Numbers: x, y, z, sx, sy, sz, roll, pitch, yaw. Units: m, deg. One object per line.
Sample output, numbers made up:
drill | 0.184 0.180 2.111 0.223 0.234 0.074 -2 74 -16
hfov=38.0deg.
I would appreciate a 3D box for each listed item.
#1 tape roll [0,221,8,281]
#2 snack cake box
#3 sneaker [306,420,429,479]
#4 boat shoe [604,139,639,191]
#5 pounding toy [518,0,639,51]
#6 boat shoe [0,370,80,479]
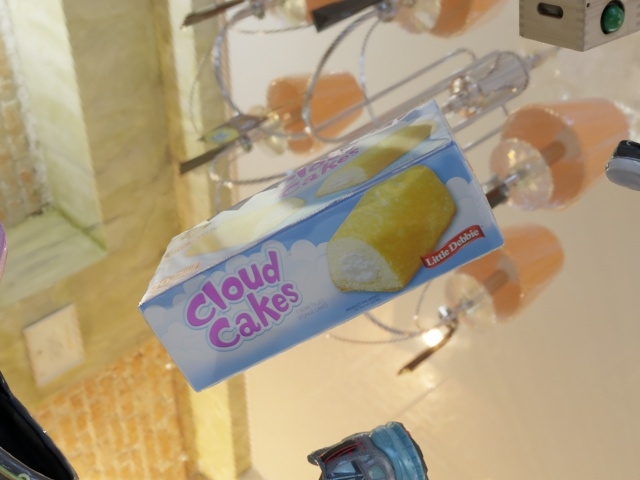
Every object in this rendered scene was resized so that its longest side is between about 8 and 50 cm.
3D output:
tape roll | -0.419 0.017 0.801 0.275 0.274 0.090 114 -17 -53
snack cake box | 0.000 0.000 0.740 0.089 0.264 0.152 59 11 -19
sneaker | 0.017 0.293 0.906 0.104 0.125 0.262 -137 -132 -56
boat shoe | 0.345 -0.062 0.883 0.142 0.040 0.049 18 -21 15
pounding toy | 0.350 -0.312 1.185 0.141 0.130 0.100 31 -43 49
boat shoe | -0.218 0.096 0.553 0.227 0.069 0.081 42 5 31
